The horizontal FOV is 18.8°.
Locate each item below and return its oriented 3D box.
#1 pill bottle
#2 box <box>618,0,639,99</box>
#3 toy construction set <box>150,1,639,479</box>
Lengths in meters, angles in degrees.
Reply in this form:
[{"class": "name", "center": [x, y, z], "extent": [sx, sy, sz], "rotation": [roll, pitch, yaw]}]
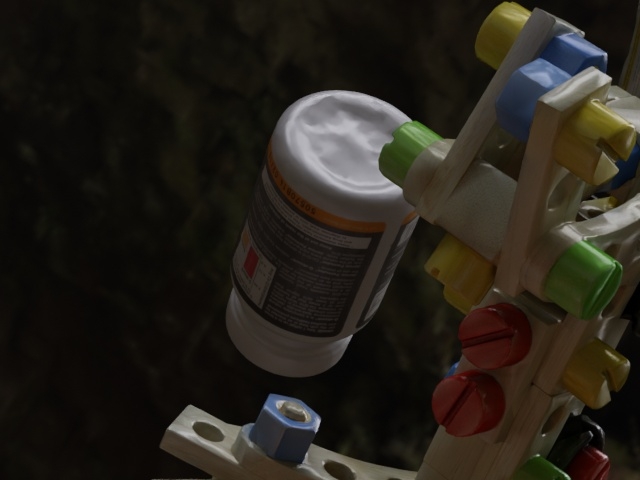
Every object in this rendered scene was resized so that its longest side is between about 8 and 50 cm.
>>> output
[{"class": "pill bottle", "center": [0.000, 0.000, 1.898], "extent": [0.162, 0.162, 0.278], "rotation": [28, -45, 6]}, {"class": "box", "center": [0.229, -0.051, 1.048], "extent": [0.060, 0.244, 0.100], "rotation": [0, -54, -11]}, {"class": "toy construction set", "center": [0.070, 0.046, 0.893], "extent": [0.151, 0.328, 0.215], "rotation": [50, 29, 20]}]
